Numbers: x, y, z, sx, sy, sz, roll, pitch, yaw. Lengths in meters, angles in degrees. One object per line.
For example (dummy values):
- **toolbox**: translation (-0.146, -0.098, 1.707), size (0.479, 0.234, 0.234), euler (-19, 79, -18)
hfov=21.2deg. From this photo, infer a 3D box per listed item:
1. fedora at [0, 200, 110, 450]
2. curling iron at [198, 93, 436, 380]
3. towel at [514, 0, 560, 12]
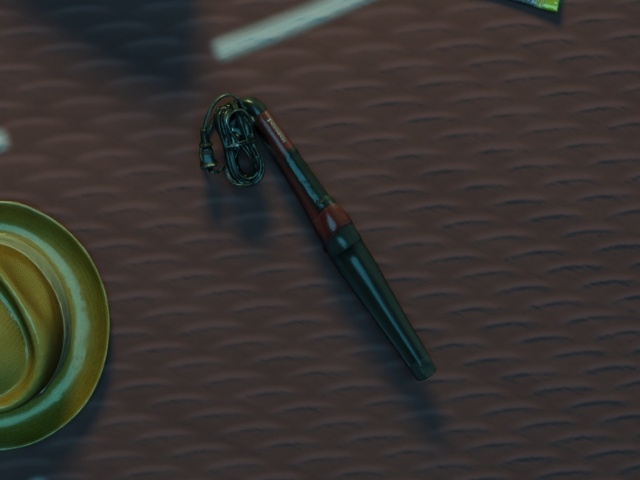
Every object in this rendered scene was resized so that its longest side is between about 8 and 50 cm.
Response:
- **fedora**: translation (-0.249, 0.068, 1.291), size (0.194, 0.079, 0.194), euler (-1, 95, -6)
- **curling iron**: translation (0.000, 0.000, 1.333), size (0.068, 0.035, 0.274), euler (-40, 98, 3)
- **towel**: translation (0.155, -0.217, 1.340), size (0.083, 0.009, 0.060), euler (18, 93, -8)
